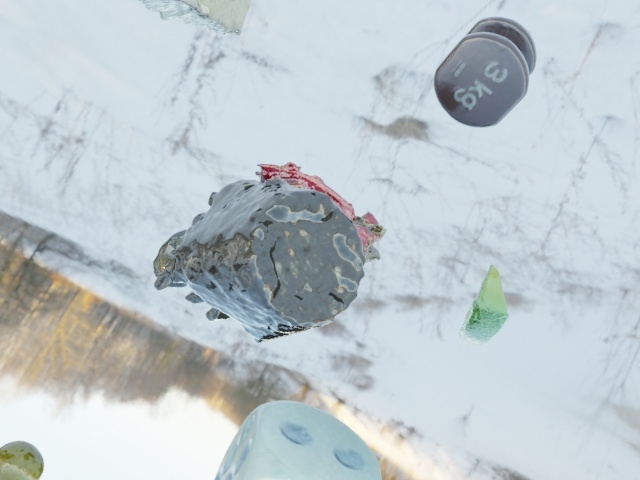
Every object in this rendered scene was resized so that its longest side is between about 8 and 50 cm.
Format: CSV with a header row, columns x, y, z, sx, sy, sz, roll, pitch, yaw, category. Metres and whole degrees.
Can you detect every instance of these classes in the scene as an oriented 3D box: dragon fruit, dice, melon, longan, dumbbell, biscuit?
x,y,z,sx,sy,sz,roll,pitch,yaw,category
0.000,0.000,1.261,0.211,0.262,0.134,1,-169,4,dragon fruit
-0.057,0.482,1.461,0.262,0.268,0.265,28,-162,-9,dice
0.253,0.114,1.271,0.053,0.114,0.262,8,162,2,melon
-0.433,0.326,1.111,0.075,0.083,0.075,16,-165,-4,longan
0.259,-0.265,1.207,0.124,0.140,0.225,42,-150,-2,dumbbell
-0.177,-0.414,1.204,0.084,0.179,0.281,24,-165,19,biscuit

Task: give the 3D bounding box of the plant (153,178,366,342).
x,y,z,sx,sy,sz,roll,pitch,yaw,category
-0.080,0.029,1.032,0.188,0.199,0.276,47,154,-26,plant
